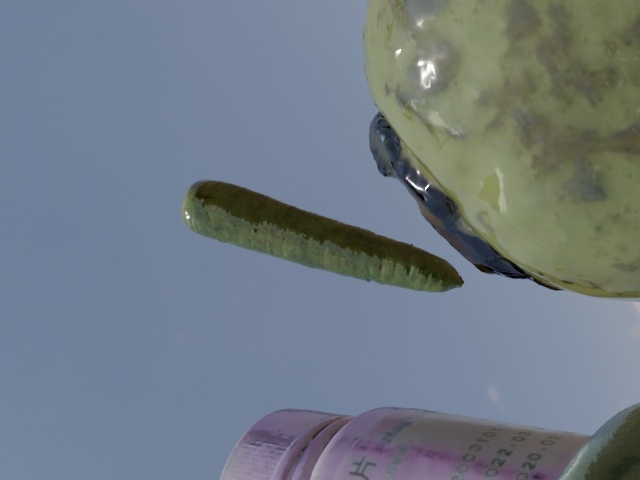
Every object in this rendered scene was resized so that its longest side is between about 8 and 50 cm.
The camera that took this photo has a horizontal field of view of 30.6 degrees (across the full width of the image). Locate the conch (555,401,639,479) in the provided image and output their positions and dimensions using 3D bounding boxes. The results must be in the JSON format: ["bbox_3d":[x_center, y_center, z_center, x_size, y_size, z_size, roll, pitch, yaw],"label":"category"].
[{"bbox_3d":[0.142,0.103,0.528,0.180,0.088,0.065,-12,-83,-49],"label":"conch"}]

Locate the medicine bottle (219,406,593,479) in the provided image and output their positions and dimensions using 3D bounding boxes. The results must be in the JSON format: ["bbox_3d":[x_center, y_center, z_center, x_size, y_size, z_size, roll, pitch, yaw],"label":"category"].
[{"bbox_3d":[0.069,0.178,0.693,0.152,0.254,0.152,-2,-88,-52],"label":"medicine bottle"}]

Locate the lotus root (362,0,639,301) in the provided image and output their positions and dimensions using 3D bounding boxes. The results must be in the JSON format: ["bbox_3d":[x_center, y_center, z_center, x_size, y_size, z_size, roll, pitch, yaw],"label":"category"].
[{"bbox_3d":[0.140,-0.105,0.332,0.173,0.309,0.173,35,-153,-21],"label":"lotus root"}]

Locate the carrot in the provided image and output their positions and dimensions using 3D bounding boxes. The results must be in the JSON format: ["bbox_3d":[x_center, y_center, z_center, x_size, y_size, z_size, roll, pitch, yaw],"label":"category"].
[{"bbox_3d":[0.000,0.000,1.389,0.074,0.358,0.074,16,-90,-73],"label":"carrot"}]
